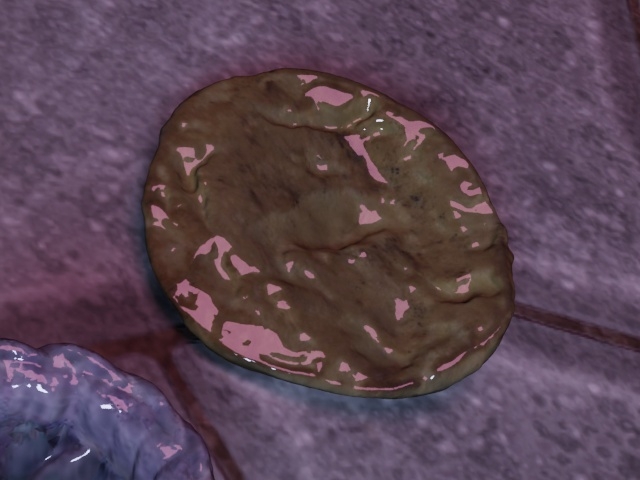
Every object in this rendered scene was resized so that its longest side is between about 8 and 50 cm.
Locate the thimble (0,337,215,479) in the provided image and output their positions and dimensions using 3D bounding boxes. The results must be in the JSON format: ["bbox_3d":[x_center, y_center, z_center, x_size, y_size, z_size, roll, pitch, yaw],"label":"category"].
[{"bbox_3d":[-0.114,0.118,0.765,0.150,0.098,0.150,14,40,-12],"label":"thimble"}]

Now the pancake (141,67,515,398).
[{"bbox_3d":[0.000,0.000,1.155,0.242,0.050,0.242,11,48,-12],"label":"pancake"}]
